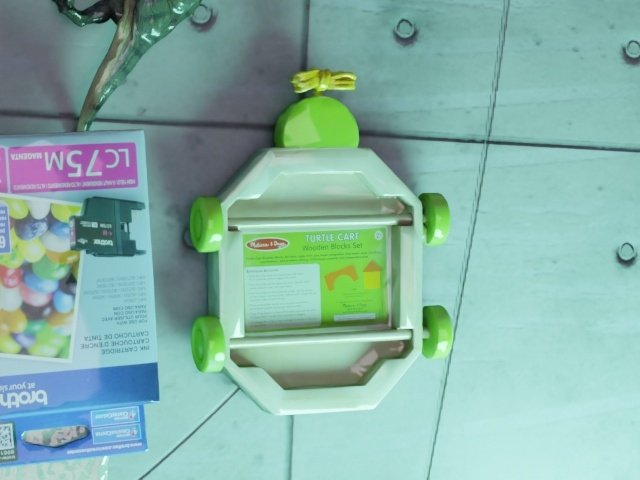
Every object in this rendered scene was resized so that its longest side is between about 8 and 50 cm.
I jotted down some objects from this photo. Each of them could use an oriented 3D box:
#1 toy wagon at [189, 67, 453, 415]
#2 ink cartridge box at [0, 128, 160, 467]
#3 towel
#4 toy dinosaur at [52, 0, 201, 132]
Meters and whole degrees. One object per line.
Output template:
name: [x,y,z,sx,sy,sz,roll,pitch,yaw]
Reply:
toy wagon: [0.000,0.000,1.784,0.267,0.068,0.344,-1,91,-22]
ink cartridge box: [-0.248,0.054,1.643,0.186,0.065,0.311,-4,93,-22]
towel: [-0.280,0.144,1.687,0.187,0.049,0.282,11,86,-23]
toy dinosaur: [-0.184,-0.228,1.709,0.118,0.064,0.268,42,80,-24]
